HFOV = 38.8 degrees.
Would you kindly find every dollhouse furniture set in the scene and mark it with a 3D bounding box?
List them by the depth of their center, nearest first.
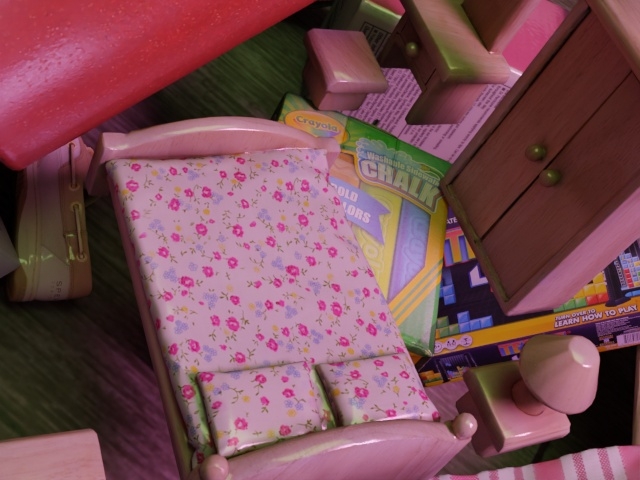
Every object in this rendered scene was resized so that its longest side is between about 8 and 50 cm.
[{"bbox_3d":[0.007,-0.049,0.447,0.355,0.174,0.303,-4,57,-30],"label":"dollhouse furniture set"}]

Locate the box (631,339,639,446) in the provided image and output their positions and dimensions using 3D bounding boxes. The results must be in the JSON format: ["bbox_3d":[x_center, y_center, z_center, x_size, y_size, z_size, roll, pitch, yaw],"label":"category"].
[{"bbox_3d":[0.292,0.121,0.638,0.121,0.148,0.311,-4,40,26],"label":"box"}]

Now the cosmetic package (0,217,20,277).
[{"bbox_3d":[-0.318,-0.163,0.473,0.097,0.284,0.377,-28,68,-6],"label":"cosmetic package"}]

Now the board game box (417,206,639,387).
[{"bbox_3d":[0.145,0.020,0.662,0.170,0.048,0.141,-15,53,13],"label":"board game box"}]

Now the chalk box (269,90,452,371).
[{"bbox_3d":[0.000,0.000,0.613,0.132,0.132,0.213,22,47,-11],"label":"chalk box"}]

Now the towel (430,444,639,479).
[{"bbox_3d":[0.110,0.161,0.498,0.144,0.196,0.029,-55,131,-73],"label":"towel"}]

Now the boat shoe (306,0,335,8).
[{"bbox_3d":[-0.147,-0.270,0.681,0.500,0.186,0.156,16,58,-40],"label":"boat shoe"}]

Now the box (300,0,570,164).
[{"bbox_3d":[0.113,-0.134,0.763,0.232,0.149,0.127,22,47,-12],"label":"box"}]

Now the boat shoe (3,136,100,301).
[{"bbox_3d":[-0.173,-0.035,0.602,0.059,0.063,0.170,9,61,-25],"label":"boat shoe"}]

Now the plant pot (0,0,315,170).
[{"bbox_3d":[-0.110,-0.190,0.462,0.265,0.272,0.272,-38,75,-9],"label":"plant pot"}]
